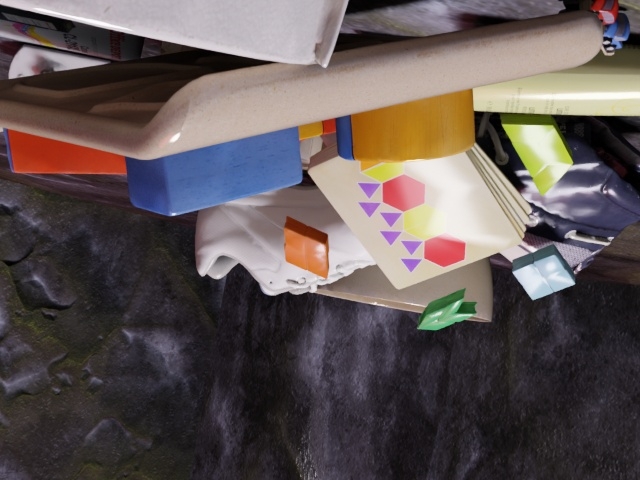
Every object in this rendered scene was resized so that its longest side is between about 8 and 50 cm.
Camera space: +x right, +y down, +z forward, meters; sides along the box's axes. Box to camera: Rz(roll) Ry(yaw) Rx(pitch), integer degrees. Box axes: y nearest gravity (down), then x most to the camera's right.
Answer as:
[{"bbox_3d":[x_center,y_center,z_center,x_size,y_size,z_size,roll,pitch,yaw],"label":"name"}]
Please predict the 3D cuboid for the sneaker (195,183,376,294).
[{"bbox_3d":[0.000,0.000,1.205,0.297,0.129,0.111,7,174,27],"label":"sneaker"}]

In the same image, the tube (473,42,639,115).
[{"bbox_3d":[0.227,-0.117,0.855,0.240,0.062,0.070,5,-145,7],"label":"tube"}]

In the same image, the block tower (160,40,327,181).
[{"bbox_3d":[-0.027,-0.119,1.163,0.097,0.091,0.335,7,176,38],"label":"block tower"}]

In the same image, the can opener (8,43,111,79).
[{"bbox_3d":[-0.203,-0.162,1.269,0.280,0.074,0.093,12,-150,-1],"label":"can opener"}]

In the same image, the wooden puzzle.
[{"bbox_3d":[-0.045,-0.085,0.755,0.322,0.081,0.347,-16,-166,-35],"label":"wooden puzzle"}]

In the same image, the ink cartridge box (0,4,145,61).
[{"bbox_3d":[-0.206,-0.187,0.822,0.175,0.072,0.127,11,175,-8],"label":"ink cartridge box"}]

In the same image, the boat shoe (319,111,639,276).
[{"bbox_3d":[0.166,-0.091,1.100,0.340,0.127,0.158,27,136,-25],"label":"boat shoe"}]

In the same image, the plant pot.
[{"bbox_3d":[0.127,0.004,1.722,0.284,0.191,0.284,10,175,1],"label":"plant pot"}]

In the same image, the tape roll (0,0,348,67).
[{"bbox_3d":[-0.176,-0.158,0.498,0.392,0.072,0.392,14,-169,-3],"label":"tape roll"}]

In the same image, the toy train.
[{"bbox_3d":[0.172,-0.151,0.739,0.036,0.027,0.158,-3,170,21],"label":"toy train"}]

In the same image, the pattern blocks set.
[{"bbox_3d":[0.087,-0.043,1.051,0.285,0.026,0.325,-15,128,19],"label":"pattern blocks set"}]
